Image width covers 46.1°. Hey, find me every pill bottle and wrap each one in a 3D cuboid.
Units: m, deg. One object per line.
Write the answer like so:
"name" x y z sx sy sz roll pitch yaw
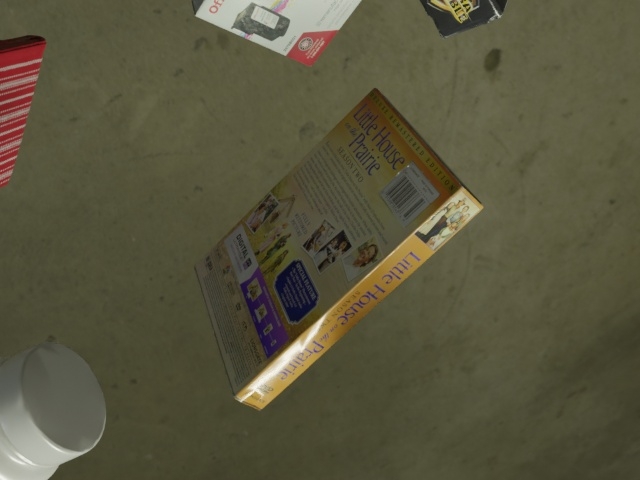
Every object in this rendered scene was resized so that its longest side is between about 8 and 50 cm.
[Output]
"pill bottle" -0.406 0.234 0.885 0.283 0.160 0.160 -26 141 16

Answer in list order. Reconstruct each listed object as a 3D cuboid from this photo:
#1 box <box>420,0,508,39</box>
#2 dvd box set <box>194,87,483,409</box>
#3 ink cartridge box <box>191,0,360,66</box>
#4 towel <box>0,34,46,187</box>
"box" 0.104 -0.387 0.674 0.073 0.296 0.293 -11 131 43
"dvd box set" 0.000 0.000 1.102 0.420 0.308 0.062 -44 129 12
"ink cartridge box" -0.055 -0.308 0.923 0.175 0.072 0.127 15 134 -34
"towel" -0.515 -0.184 1.167 0.031 0.199 0.275 26 113 2
